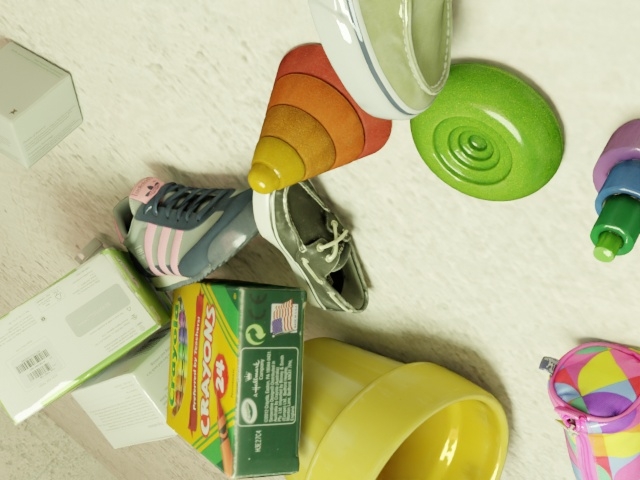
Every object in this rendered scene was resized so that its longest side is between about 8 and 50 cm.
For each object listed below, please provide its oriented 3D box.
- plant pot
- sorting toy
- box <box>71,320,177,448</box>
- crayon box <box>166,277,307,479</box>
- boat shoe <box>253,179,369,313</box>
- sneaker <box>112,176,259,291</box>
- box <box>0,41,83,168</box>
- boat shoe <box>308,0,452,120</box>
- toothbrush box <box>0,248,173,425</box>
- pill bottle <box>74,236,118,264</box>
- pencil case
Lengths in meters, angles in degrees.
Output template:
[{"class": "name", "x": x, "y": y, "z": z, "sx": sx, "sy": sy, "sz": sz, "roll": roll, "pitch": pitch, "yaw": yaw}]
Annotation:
[{"class": "plant pot", "x": 0.052, "y": 0.237, "z": 0.891, "sx": 0.239, "sy": 0.254, "sz": 0.254, "roll": 29, "pitch": 151, "yaw": 45}, {"class": "sorting toy", "x": 0.081, "y": -0.055, "z": 0.576, "sx": 0.366, "sy": 0.126, "sz": 0.127, "roll": 17, "pitch": 142, "yaw": 32}, {"class": "box", "x": -0.251, "y": 0.213, "z": 1.162, "sx": 0.182, "sy": 0.181, "sz": 0.119, "roll": -23, "pitch": 105, "yaw": 40}, {"class": "crayon box", "x": -0.122, "y": 0.150, "z": 0.918, "sx": 0.081, "sy": 0.202, "sz": 0.319, "roll": 3, "pitch": 178, "yaw": -25}, {"class": "boat shoe", "x": 0.000, "y": 0.000, "z": 0.782, "sx": 0.070, "sy": 0.077, "sz": 0.219, "roll": 15, "pitch": 150, "yaw": 34}, {"class": "sneaker", "x": -0.166, "y": -0.023, "z": 0.880, "sx": 0.131, "sy": 0.112, "sz": 0.319, "roll": 52, "pitch": 146, "yaw": -12}, {"class": "box", "x": -0.368, "y": -0.165, "z": 0.909, "sx": 0.101, "sy": 0.102, "sz": 0.087, "roll": 30, "pitch": 150, "yaw": 14}, {"class": "boat shoe", "x": 0.045, "y": -0.202, "z": 0.443, "sx": 0.094, "sy": 0.109, "sz": 0.302, "roll": 13, "pitch": 138, "yaw": 32}, {"class": "toothbrush box", "x": -0.318, "y": 0.116, "z": 1.010, "sx": 0.122, "sy": 0.206, "sz": 0.283, "roll": 56, "pitch": 173, "yaw": -3}, {"class": "pill bottle", "x": -0.331, "y": 0.051, "z": 1.185, "sx": 0.116, "sy": 0.065, "sz": 0.065, "roll": 44, "pitch": 148, "yaw": -8}, {"class": "pencil case", "x": 0.284, "y": 0.202, "z": 0.726, "sx": 0.104, "sy": 0.104, "sz": 0.236, "roll": 7, "pitch": 138, "yaw": 40}]
